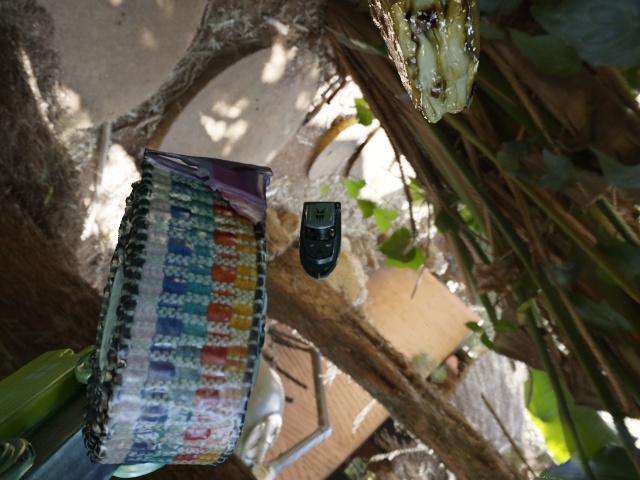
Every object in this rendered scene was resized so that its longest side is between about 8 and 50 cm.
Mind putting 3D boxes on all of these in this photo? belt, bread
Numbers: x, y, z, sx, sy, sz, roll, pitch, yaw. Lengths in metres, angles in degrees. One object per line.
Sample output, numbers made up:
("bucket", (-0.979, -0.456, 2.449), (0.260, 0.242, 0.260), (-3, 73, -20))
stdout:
("belt", (-0.136, 0.076, 0.606), (0.160, 0.295, 0.206), (13, 156, -23))
("bread", (0.169, -0.397, 0.957), (0.166, 0.325, 0.277), (-22, 150, 9))

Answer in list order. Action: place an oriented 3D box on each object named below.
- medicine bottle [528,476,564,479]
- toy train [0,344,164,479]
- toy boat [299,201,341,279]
("medicine bottle", (0.364, 0.508, 0.900), (0.143, 0.143, 0.258), (-57, -178, 30))
("toy train", (-0.348, 0.257, 0.681), (0.272, 0.179, 0.442), (-10, -167, 17))
("toy boat", (0.000, 0.000, 0.766), (0.141, 0.055, 0.060), (-87, 176, -45))
